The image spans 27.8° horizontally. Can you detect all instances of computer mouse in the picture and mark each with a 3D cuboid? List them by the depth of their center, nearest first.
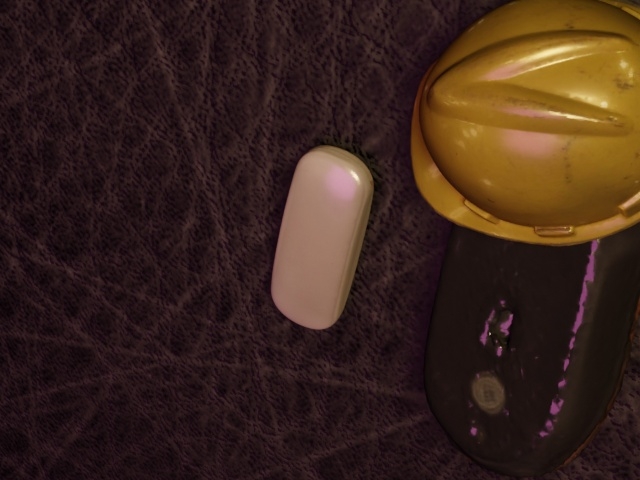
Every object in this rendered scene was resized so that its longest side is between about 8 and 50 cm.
[{"bbox_3d":[0.190,0.053,1.133,0.183,0.116,0.323,23,113,31],"label":"computer mouse"}]

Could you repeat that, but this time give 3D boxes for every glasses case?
[{"bbox_3d":[0.000,0.000,1.256,0.081,0.051,0.204,25,127,14],"label":"glasses case"}]

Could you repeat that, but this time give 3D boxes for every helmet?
[{"bbox_3d":[0.156,-0.106,0.991,0.257,0.140,0.205,-3,79,29],"label":"helmet"}]
